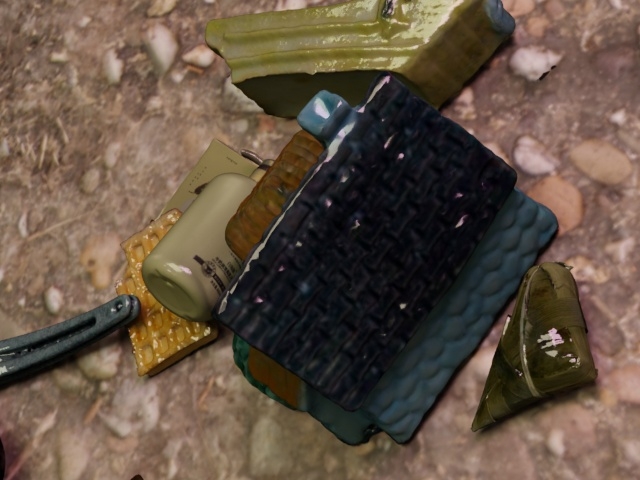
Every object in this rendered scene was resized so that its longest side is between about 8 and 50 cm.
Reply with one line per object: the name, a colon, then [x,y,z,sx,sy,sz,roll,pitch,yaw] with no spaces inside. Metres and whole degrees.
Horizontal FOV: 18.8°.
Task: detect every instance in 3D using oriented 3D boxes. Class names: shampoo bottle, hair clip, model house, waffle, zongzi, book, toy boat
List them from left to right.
hair clip: [-0.276,0.097,1.777,0.275,0.083,0.048,-20,62,20]
waffle: [-0.142,0.046,1.735,0.092,0.021,0.135,-33,57,23]
book: [-0.104,-0.033,1.764,0.077,0.014,0.111,35,88,40]
shampoo bottle: [-0.082,-0.008,1.686,0.079,0.079,0.162,15,55,38]
model house: [0.000,0.000,1.537,0.226,0.241,0.261,33,88,37]
toy boat: [0.029,-0.158,1.678,0.276,0.111,0.084,-3,70,29]
zongzi: [0.155,0.080,1.516,0.119,0.055,0.109,-30,51,31]

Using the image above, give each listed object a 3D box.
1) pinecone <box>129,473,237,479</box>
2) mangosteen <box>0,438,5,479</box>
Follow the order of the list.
pinecone: [-0.040,0.333,1.304,0.397,0.398,0.398,-15,60,27]
mangosteen: [-0.355,0.211,1.748,0.137,0.137,0.151,50,133,39]
